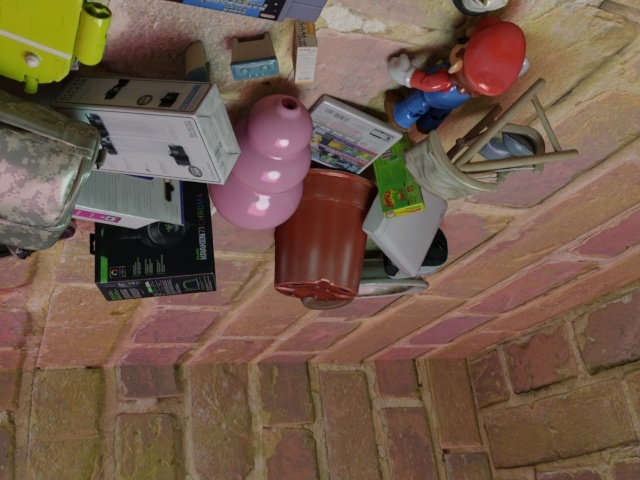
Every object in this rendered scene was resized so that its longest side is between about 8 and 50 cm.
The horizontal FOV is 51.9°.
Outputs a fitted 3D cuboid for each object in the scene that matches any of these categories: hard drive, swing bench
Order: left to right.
[{"bbox_3d":[0.225,-0.064,1.671,0.047,0.232,0.353,22,170,28],"label":"hard drive"},{"bbox_3d":[0.325,-0.176,1.331,0.255,0.165,0.253,-26,-177,-4],"label":"swing bench"}]

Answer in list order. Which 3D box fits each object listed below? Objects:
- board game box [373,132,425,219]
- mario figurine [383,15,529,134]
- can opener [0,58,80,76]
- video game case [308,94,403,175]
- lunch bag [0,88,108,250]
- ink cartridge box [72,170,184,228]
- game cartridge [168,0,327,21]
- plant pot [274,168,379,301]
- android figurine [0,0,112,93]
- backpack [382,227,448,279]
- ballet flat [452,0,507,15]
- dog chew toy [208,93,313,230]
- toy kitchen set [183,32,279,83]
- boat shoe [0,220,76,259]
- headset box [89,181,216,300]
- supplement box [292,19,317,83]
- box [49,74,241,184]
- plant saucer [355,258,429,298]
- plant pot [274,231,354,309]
[{"bbox_3d":[0.174,-0.147,1.495,0.092,0.181,0.043,-14,158,13],"label":"board game box"},{"bbox_3d":[0.258,-0.327,1.250,0.198,0.170,0.321,-37,-176,-31],"label":"mario figurine"},{"bbox_3d":[-0.500,-0.317,1.059,0.284,0.076,0.095,-4,124,-8],"label":"can opener"},{"bbox_3d":[0.045,-0.223,1.436,0.202,0.023,0.183,19,146,-26],"label":"video game case"},{"bbox_3d":[-0.526,-0.140,1.055,0.305,0.212,0.256,20,146,-27],"label":"lunch bag"},{"bbox_3d":[-0.458,-0.129,1.335,0.371,0.175,0.069,10,151,-36],"label":"ink cartridge box"},{"bbox_3d":[-0.131,-0.423,0.931,0.355,0.068,0.230,3,150,-23],"label":"game cartridge"},{"bbox_3d":[0.000,0.000,1.597,0.273,0.264,0.272,5,164,1],"label":"plant pot"},{"bbox_3d":[-0.432,-0.331,0.945,0.248,0.056,0.272,19,133,-18],"label":"android figurine"},{"bbox_3d":[0.276,0.029,1.945,0.189,0.165,0.144,-4,153,-7],"label":"backpack"},{"bbox_3d":[0.252,-0.420,1.013,0.095,0.096,0.280,-11,156,5],"label":"ballet flat"},{"bbox_3d":[-0.111,-0.167,1.356,0.207,0.206,0.331,2,146,-23],"label":"dog chew toy"},{"bbox_3d":[-0.151,-0.258,1.213,0.166,0.122,0.207,-8,157,-1],"label":"toy kitchen set"},{"bbox_3d":[-0.752,0.005,1.642,0.286,0.092,0.102,-7,156,-2],"label":"boat shoe"},{"bbox_3d":[-0.399,0.001,1.565,0.283,0.246,0.131,-4,157,-6],"label":"headset box"},{"bbox_3d":[-0.029,-0.331,1.162,0.036,0.062,0.098,-4,155,-7],"label":"supplement box"},{"bbox_3d":[-0.306,-0.198,1.169,0.290,0.087,0.169,7,143,20],"label":"box"},{"bbox_3d":[0.148,0.124,2.146,0.401,0.100,0.400,-4,169,-1],"label":"plant saucer"},{"bbox_3d":[0.006,0.070,1.877,0.263,0.229,0.263,-6,157,-3],"label":"plant pot"}]
